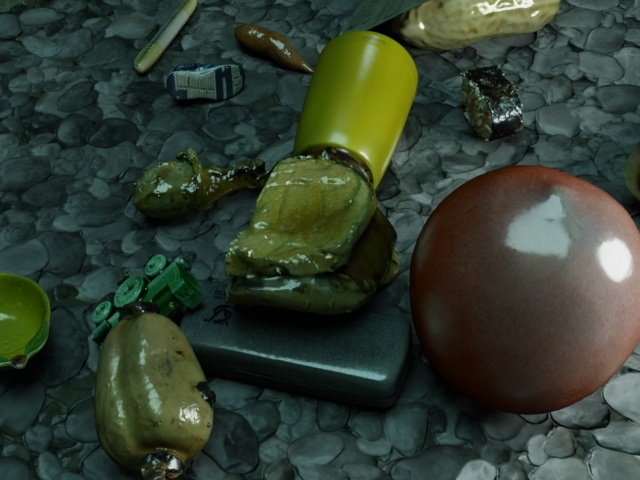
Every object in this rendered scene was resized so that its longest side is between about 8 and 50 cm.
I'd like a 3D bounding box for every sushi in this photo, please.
[{"bbox_3d":[0.287,-0.232,1.781,0.078,0.091,0.150,-11,46,-11],"label":"sushi"}]

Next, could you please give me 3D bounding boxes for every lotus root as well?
[{"bbox_3d":[-0.217,0.205,1.374,0.154,0.140,0.257,-12,63,4],"label":"lotus root"}]

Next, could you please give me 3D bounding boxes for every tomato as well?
[{"bbox_3d":[0.275,0.054,1.372,0.321,0.322,0.322,-2,48,2],"label":"tomato"}]

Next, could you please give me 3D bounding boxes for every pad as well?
[{"bbox_3d":[0.139,-0.445,1.928,0.265,0.009,0.160,-17,33,43],"label":"pad"}]

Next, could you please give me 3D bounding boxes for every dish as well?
[{"bbox_3d":[-0.454,0.132,1.506,0.148,0.080,0.208,-20,48,-19],"label":"dish"}]

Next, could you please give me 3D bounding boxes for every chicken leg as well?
[{"bbox_3d":[-0.192,-0.098,1.693,0.227,0.088,0.103,-19,36,-9],"label":"chicken leg"}]

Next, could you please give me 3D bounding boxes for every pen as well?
[{"bbox_3d":[-0.296,-0.392,2.004,0.040,0.032,0.233,-4,41,32],"label":"pen"}]

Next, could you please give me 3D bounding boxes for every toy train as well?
[{"bbox_3d":[-0.249,0.099,1.493,0.178,0.071,0.105,-41,38,4],"label":"toy train"}]

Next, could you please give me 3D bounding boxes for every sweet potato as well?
[{"bbox_3d":[-0.081,-0.354,1.943,0.195,0.056,0.056,32,57,21],"label":"sweet potato"}]

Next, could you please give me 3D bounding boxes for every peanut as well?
[{"bbox_3d":[0.286,-0.431,1.931,0.325,0.140,0.153,-13,33,-3],"label":"peanut"}]

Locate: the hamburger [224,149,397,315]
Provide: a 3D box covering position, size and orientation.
[{"bbox_3d":[0.000,0.000,1.483,0.211,0.132,0.309,13,39,11],"label":"hamburger"}]

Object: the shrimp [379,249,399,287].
[{"bbox_3d":[0.011,0.021,1.602,0.217,0.051,0.150,2,44,-5],"label":"shrimp"}]

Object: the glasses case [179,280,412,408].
[{"bbox_3d":[-0.036,0.144,1.472,0.323,0.074,0.131,10,48,13],"label":"glasses case"}]

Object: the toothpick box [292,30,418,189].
[{"bbox_3d":[0.051,-0.194,1.708,0.175,0.175,0.271,9,52,12],"label":"toothpick box"}]

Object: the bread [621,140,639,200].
[{"bbox_3d":[0.651,-0.139,1.631,0.338,0.155,0.187,-29,60,-24],"label":"bread"}]

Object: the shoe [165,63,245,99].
[{"bbox_3d":[-0.206,-0.289,1.888,0.142,0.064,0.071,-7,29,-10],"label":"shoe"}]
